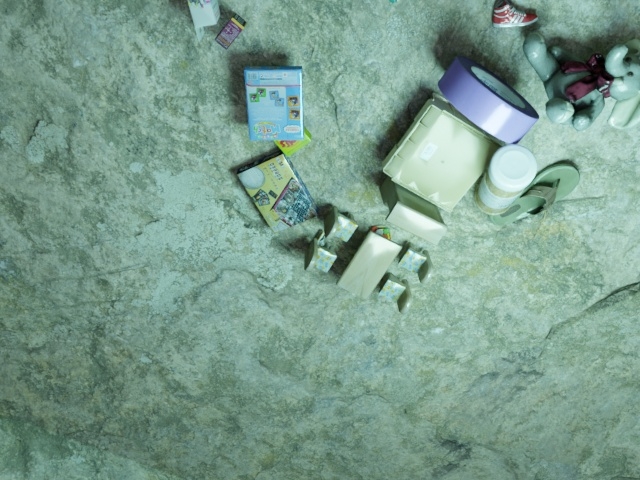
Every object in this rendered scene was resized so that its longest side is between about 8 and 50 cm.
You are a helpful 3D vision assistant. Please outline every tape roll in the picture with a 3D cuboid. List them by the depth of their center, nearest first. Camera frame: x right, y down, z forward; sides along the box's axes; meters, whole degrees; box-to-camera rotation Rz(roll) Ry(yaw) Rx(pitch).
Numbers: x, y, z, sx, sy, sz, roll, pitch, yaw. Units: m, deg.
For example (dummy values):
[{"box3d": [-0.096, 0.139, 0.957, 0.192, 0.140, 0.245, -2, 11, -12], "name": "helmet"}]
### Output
[{"box3d": [0.452, -0.380, 1.758, 0.275, 0.274, 0.090, 28, 119, -16], "name": "tape roll"}]

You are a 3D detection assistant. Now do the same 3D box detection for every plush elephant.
[{"box3d": [0.742, -0.426, 1.738, 0.255, 0.271, 0.330, -25, 149, 32], "name": "plush elephant"}]

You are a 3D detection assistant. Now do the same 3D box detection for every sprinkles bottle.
[{"box3d": [0.521, -0.164, 1.864, 0.121, 0.355, 0.121, -1, 80, 6], "name": "sprinkles bottle"}]

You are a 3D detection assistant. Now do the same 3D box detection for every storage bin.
[{"box3d": [0.355, -0.259, 1.931, 0.260, 0.123, 0.262, 28, 120, -15], "name": "storage bin"}]

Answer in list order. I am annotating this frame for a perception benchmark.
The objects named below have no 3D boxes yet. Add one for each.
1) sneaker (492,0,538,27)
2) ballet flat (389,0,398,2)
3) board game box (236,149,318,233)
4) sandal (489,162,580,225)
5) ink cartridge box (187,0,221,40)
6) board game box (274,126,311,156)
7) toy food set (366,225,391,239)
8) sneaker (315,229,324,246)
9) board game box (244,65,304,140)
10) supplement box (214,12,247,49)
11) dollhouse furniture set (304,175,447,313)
[{"box3d": [0.523, -0.611, 1.744, 0.119, 0.042, 0.067, -6, 126, 7], "name": "sneaker"}, {"box3d": [0.150, -0.692, 1.703, 0.168, 0.057, 0.052, 35, 90, -23], "name": "ballet flat"}, {"box3d": [-0.132, -0.152, 2.058, 0.165, 0.042, 0.243, -22, 120, 15], "name": "board game box"}, {"box3d": [0.672, -0.125, 2.032, 0.303, 0.086, 0.120, -35, 116, 21], "name": "sandal"}, {"box3d": [-0.309, -0.630, 1.713, 0.062, 0.104, 0.181, -8, 123, 6], "name": "ink cartridge box"}, {"box3d": [-0.117, -0.345, 1.930, 0.092, 0.043, 0.181, -32, 117, 20], "name": "board game box"}, {"box3d": [0.194, -0.014, 2.153, 0.083, 0.020, 0.082, -7, 123, 6], "name": "toy food set"}, {"box3d": [0.000, 0.000, 2.166, 0.037, 0.032, 0.083, 12, 127, -25], "name": "sneaker"}, {"box3d": [-0.129, -0.388, 1.853, 0.160, 0.039, 0.211, 0, 122, 1], "name": "board game box"}, {"box3d": [-0.245, -0.571, 1.780, 0.043, 0.055, 0.083, 37, 116, -19], "name": "supplement box"}, {"box3d": [0.195, 0.026, 2.014, 0.362, 0.256, 0.394, 26, 114, -13], "name": "dollhouse furniture set"}]
